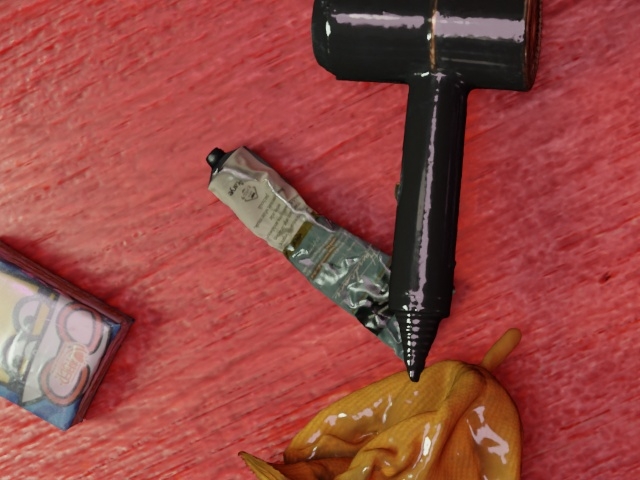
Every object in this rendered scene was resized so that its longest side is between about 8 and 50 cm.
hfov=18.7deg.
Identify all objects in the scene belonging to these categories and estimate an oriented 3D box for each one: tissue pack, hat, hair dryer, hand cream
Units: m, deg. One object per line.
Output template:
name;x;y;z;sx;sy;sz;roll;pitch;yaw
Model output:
tissue pack;-0.262;0.084;1.742;0.155;0.065;0.115;28;99;8
hat;0.094;0.164;1.648;0.233;0.244;0.233;-52;123;-10
hair dryer;0.074;-0.060;1.621;0.189;0.107;0.352;5;84;13
hand cream;0.000;-0.001;1.702;0.248;0.052;0.075;37;123;1
